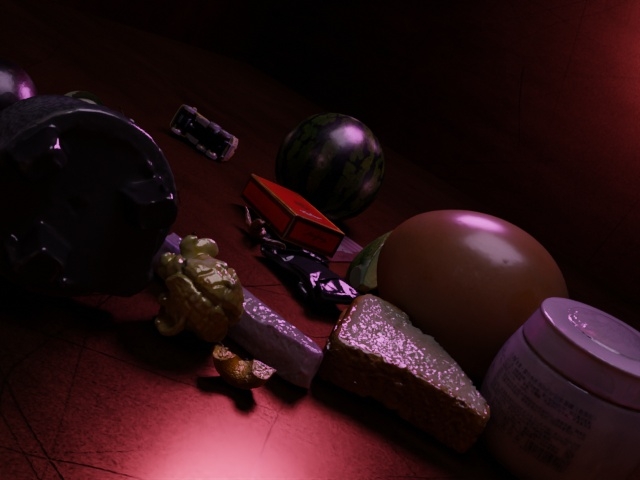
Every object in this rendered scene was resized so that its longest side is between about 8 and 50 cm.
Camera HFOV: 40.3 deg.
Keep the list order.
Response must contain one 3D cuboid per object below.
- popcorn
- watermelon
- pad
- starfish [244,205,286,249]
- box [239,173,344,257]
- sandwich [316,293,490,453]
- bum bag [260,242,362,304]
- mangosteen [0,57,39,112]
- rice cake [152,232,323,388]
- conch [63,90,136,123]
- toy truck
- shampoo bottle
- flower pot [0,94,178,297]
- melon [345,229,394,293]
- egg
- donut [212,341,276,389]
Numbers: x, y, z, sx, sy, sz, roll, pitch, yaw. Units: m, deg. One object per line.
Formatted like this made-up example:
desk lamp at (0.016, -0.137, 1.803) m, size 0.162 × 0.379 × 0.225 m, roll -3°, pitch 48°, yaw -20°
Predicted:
popcorn at (-0.176, 0.080, 1.301) m, size 0.135 × 0.162 × 0.141 m, roll -1°, pitch -38°, yaw 26°
watermelon at (0.023, -0.187, 2.227) m, size 0.285 × 0.285 × 0.285 m, roll 24°, pitch 16°, yaw -7°
pad at (0.000, -0.001, 2.071) m, size 0.202 × 0.005 × 0.299 m, roll 36°, pitch 18°, yaw 32°
starfish at (-0.136, -0.025, 1.876) m, size 0.130 × 0.041 × 0.133 m, roll 43°, pitch -5°, yaw 34°
box at (-0.067, -0.058, 1.993) m, size 0.153 × 0.074 × 0.240 m, roll 26°, pitch 10°, yaw -38°
sandwich at (0.146, 0.208, 1.444) m, size 0.288 × 0.100 × 0.254 m, roll 28°, pitch 16°, yaw 9°
bum bag at (-0.018, 0.066, 1.723) m, size 0.123 × 0.060 × 0.248 m, roll 11°, pitch 20°, yaw -41°
mangosteen at (-0.592, -0.229, 1.563) m, size 0.209 × 0.210 × 0.210 m, roll 24°, pitch 16°, yaw -7°
rice cake at (-0.146, 0.100, 1.395) m, size 0.399 × 0.070 × 0.064 m, roll 35°, pitch 14°, yaw 29°
conch at (-0.451, -0.209, 1.795) m, size 0.250 × 0.137 × 0.143 m, roll 34°, pitch 17°, yaw 26°
toy truck at (-0.307, -0.289, 2.386) m, size 0.191 × 0.085 × 0.116 m, roll 34°, pitch 8°, yaw 19°
shampoo bottle at (0.404, 0.250, 1.393) m, size 0.273 × 0.266 × 0.273 m, roll 23°, pitch 19°, yaw -9°
flower pot at (-0.344, -0.054, 1.240) m, size 0.299 × 0.299 × 0.283 m, roll 16°, pitch 9°, yaw -30°
melon at (0.157, 0.043, 1.921) m, size 0.323 × 0.196 × 0.124 m, roll -3°, pitch 59°, yaw -53°
egg at (0.282, 0.097, 1.630) m, size 0.374 × 0.301 × 0.301 m, roll 36°, pitch 16°, yaw 2°
donut at (-0.112, 0.177, 1.215) m, size 0.083 × 0.067 × 0.038 m, roll 55°, pitch 26°, yaw -19°
